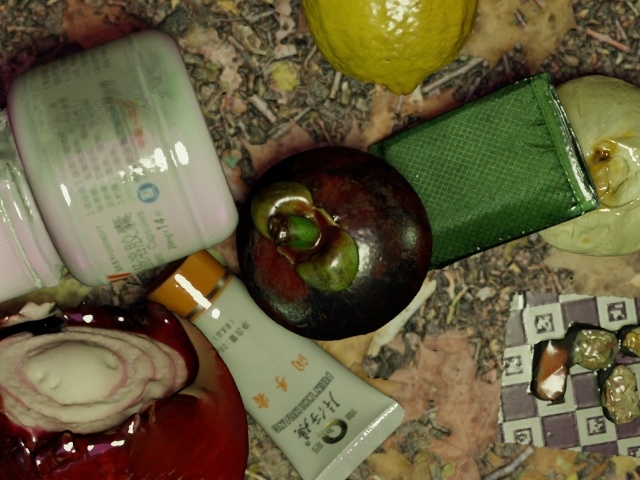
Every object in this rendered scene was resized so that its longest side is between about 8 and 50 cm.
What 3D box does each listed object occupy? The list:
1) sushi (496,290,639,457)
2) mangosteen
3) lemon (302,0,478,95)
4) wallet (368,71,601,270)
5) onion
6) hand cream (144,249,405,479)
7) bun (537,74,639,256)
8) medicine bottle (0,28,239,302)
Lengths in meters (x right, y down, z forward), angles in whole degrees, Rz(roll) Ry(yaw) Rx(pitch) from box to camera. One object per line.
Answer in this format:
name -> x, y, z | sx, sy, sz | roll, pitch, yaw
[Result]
sushi -> 0.346, 0.155, 1.948 | 0.279, 0.043, 0.193 | 6, 93, -4
mangosteen -> 0.002, -0.003, 1.829 | 0.216, 0.216, 0.216 | 0, 94, -4
lemon -> 0.074, -0.269, 1.830 | 0.192, 0.192, 0.231 | -10, 102, -3
wallet -> 0.178, -0.072, 1.865 | 0.236, 0.055, 0.160 | -22, 92, 31
onion -> -0.251, 0.223, 1.793 | 0.341, 0.341, 0.341 | 0, 94, -4
hand cream -> -0.061, 0.143, 1.908 | 0.314, 0.089, 0.140 | 42, 93, -12
bun -> 0.312, -0.079, 1.889 | 0.222, 0.127, 0.222 | 0, 94, -5
medicine bottle -> -0.260, -0.068, 1.796 | 0.302, 0.241, 0.241 | -20, 95, -2
